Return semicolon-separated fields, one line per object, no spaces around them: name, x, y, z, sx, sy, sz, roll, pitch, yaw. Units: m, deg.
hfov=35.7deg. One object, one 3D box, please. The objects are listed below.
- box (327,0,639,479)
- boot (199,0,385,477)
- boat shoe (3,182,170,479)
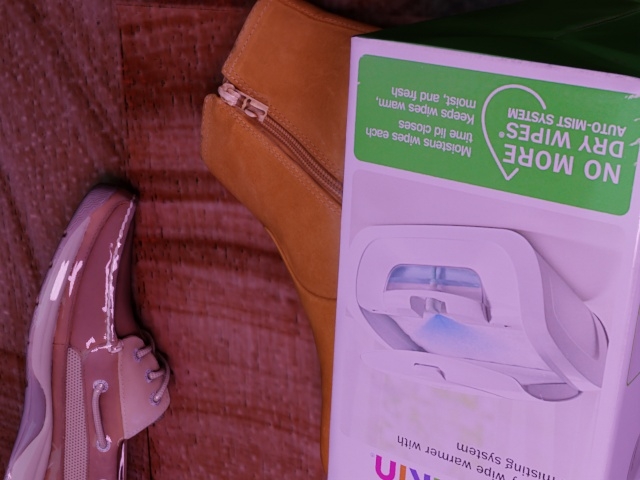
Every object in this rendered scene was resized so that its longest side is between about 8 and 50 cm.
box;0.127;0.010;0.472;0.127;0.262;0.231;15;115;30
boot;0.000;-0.001;0.663;0.211;0.104;0.295;30;115;28
boat shoe;-0.179;0.111;0.816;0.116;0.123;0.324;12;107;-6
